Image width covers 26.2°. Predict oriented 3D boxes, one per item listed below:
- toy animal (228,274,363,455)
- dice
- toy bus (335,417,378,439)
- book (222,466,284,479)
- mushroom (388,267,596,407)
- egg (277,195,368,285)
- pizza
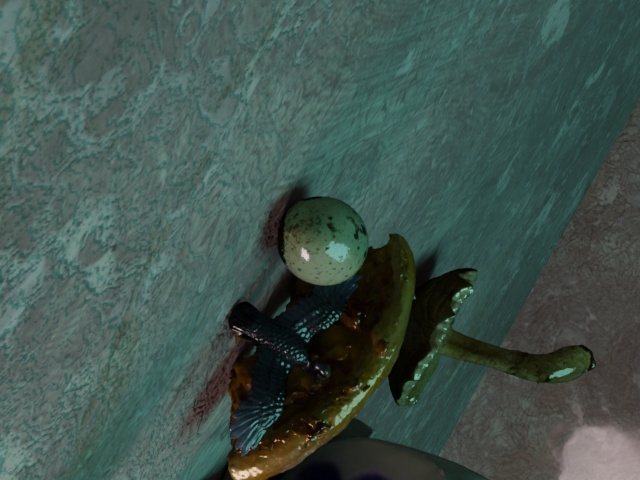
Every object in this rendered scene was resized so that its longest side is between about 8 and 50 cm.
[{"bbox_3d":[-0.038,0.102,1.336,0.220,0.108,0.062,-54,166,-19],"label":"toy animal"},{"bbox_3d":[0.079,0.407,1.815,0.243,0.259,0.251,-68,153,-19],"label":"dice"},{"bbox_3d":[-0.012,0.376,1.999,0.268,0.092,0.106,-51,154,-29],"label":"toy bus"},{"bbox_3d":[-0.022,0.221,1.779,0.374,0.028,0.263,-33,149,-59],"label":"book"},{"bbox_3d":[0.244,0.146,2.045,0.233,0.301,0.208,-58,139,-67],"label":"mushroom"},{"bbox_3d":[0.000,0.000,1.308,0.085,0.085,0.110,-62,154,8],"label":"egg"},{"bbox_3d":[-0.007,0.114,1.409,0.305,0.161,0.085,-57,144,-14],"label":"pizza"}]
